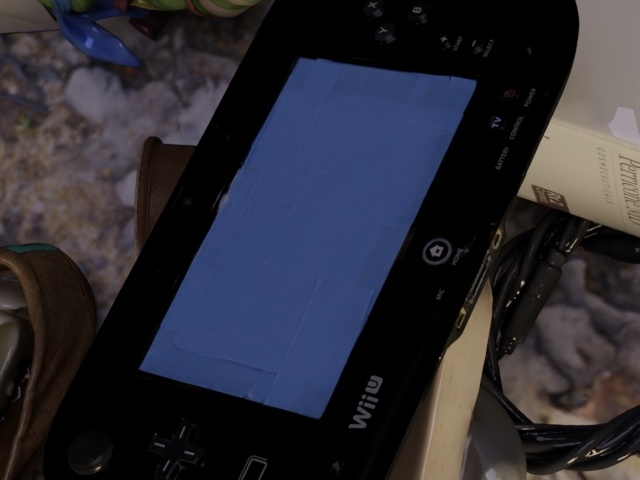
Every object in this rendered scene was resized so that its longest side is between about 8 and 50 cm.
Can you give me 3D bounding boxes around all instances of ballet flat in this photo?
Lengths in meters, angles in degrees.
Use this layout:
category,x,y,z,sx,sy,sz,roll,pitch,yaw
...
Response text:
category,x,y,z,sx,sy,sz,roll,pitch,yaw
ballet flat,-0.222,0.154,1.037,0.116,0.124,0.342,20,79,16

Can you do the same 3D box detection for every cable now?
category,x,y,z,sx,sy,sz,roll,pitch,yaw
cable,0.154,0.050,1.036,0.184,0.047,0.151,-24,71,4

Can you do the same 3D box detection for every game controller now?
category,x,y,z,sx,sy,sz,roll,pitch,yaw
game controller,0.000,0.000,0.840,0.166,0.067,0.319,7,62,40

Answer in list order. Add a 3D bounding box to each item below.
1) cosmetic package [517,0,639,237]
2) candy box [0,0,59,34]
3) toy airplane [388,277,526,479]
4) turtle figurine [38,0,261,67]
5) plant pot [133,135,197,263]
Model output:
category,x,y,z,sx,sy,sz,roll,pitch,yaw
cosmetic package,0.132,-0.111,0.999,0.183,0.151,0.151,21,78,19
candy box,-0.246,-0.230,1.179,0.164,0.070,0.196,-3,74,10
toy airplane,0.007,0.245,0.892,0.386,0.272,0.384,-42,53,31
turtle figurine,-0.043,-0.228,1.055,0.266,0.275,0.198,-20,37,-19
plant pot,-0.011,0.023,1.025,0.165,0.167,0.167,-2,74,1
